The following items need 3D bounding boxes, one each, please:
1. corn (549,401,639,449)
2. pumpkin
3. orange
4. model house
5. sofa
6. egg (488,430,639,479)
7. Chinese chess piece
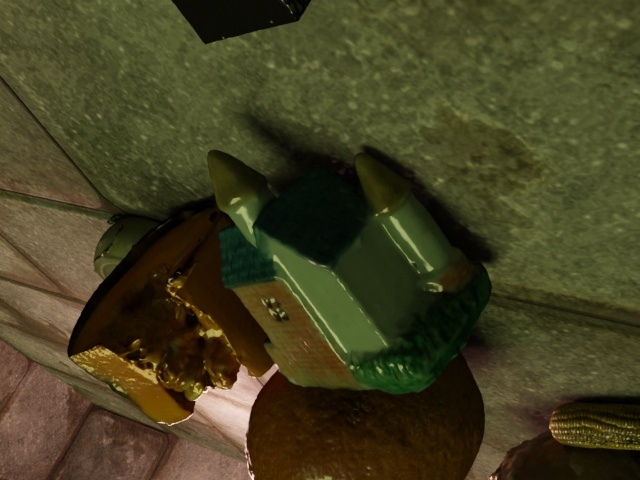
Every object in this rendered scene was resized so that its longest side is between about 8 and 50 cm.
[{"bbox_3d":[0.425,0.270,0.994,0.072,0.072,0.203,38,151,-22],"label":"corn"},{"bbox_3d":[-0.186,0.098,0.984,0.303,0.256,0.225,-29,116,21],"label":"pumpkin"},{"bbox_3d":[0.072,0.278,1.011,0.322,0.357,0.322,51,175,6],"label":"orange"},{"bbox_3d":[0.000,0.000,0.800,0.325,0.194,0.267,51,149,-17],"label":"model house"},{"bbox_3d":[-0.070,-0.212,0.589,0.118,0.039,0.060,1,145,39],"label":"sofa"},{"bbox_3d":[0.409,0.442,1.105,0.279,0.279,0.310,3,162,37],"label":"egg"},{"bbox_3d":[-0.286,0.054,1.196,0.238,0.092,0.237,21,153,11],"label":"Chinese chess piece"}]
